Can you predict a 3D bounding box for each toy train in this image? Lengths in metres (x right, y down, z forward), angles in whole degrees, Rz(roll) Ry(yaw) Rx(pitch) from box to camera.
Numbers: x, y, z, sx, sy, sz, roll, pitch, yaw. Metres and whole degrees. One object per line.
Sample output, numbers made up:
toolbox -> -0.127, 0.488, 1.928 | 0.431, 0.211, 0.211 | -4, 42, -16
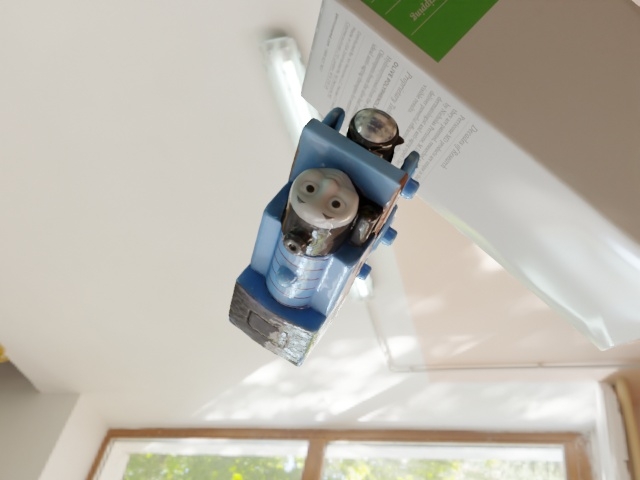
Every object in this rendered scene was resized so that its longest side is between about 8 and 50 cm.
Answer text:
toy train -> 0.000, 0.000, 0.413 | 0.105, 0.080, 0.184 | -55, -7, -36

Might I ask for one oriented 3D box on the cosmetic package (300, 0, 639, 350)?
cosmetic package -> 0.185, -0.104, 0.558 | 0.197, 0.365, 0.155 | -48, -7, -22
